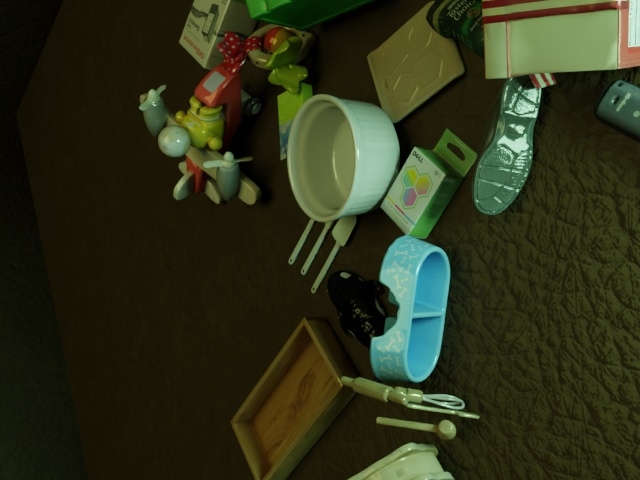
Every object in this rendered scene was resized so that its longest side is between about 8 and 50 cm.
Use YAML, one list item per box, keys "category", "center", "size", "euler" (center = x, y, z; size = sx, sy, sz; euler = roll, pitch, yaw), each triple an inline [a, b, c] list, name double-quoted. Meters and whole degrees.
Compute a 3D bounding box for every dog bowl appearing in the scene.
- category: "dog bowl"
  center: [0.183, 0.140, 1.394]
  size: [0.074, 0.166, 0.297]
  euler: [8, 92, 39]

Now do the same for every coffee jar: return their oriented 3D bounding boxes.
- category: "coffee jar"
  center: [0.292, -0.424, 1.377]
  size: [0.096, 0.079, 0.184]
  euler: [-49, 47, 4]

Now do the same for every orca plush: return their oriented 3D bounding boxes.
- category: "orca plush"
  center: [0.071, 0.181, 1.558]
  size: [0.151, 0.102, 0.287]
  euler: [-40, 57, 40]

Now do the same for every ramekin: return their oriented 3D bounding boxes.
- category: "ramekin"
  center: [0.052, -0.181, 1.566]
  size: [0.277, 0.135, 0.277]
  euler: [11, 104, 57]

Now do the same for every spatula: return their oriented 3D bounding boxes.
- category: "spatula"
  center: [0.000, 0.000, 1.728]
  size: [0.168, 0.019, 0.242]
  euler: [50, 122, 39]

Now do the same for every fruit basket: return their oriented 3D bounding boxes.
- category: "fruit basket"
  center: [-0.004, -0.705, 1.625]
  size: [0.392, 0.283, 0.391]
  euler: [1, 92, 48]

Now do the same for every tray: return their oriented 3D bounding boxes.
- category: "tray"
  center: [-0.067, 0.398, 1.720]
  size: [0.410, 0.076, 0.202]
  euler: [-56, 48, 29]

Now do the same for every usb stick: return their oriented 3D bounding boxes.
- category: "usb stick"
  center: [0.543, -0.167, 1.087]
  size: [0.278, 0.045, 0.077]
  euler: [46, 120, 43]

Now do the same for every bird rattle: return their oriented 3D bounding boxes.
- category: "bird rattle"
  center: [-0.127, -0.480, 1.805]
  size: [0.254, 0.207, 0.143]
  euler: [22, 146, 34]

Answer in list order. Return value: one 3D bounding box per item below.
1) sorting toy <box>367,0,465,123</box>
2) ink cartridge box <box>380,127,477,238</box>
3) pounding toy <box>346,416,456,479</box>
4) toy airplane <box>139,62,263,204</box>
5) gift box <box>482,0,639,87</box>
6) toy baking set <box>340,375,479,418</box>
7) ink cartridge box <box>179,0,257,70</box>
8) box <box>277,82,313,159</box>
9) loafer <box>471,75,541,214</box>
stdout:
- category: "sorting toy"
  center: [0.204, -0.379, 1.523]
  size: [0.208, 0.038, 0.192]
  euler: [-31, 63, 39]
- category: "ink cartridge box"
  center: [0.219, -0.119, 1.450]
  size: [0.109, 0.062, 0.209]
  euler: [52, 123, 40]
- category: "pounding toy"
  center: [0.153, 0.435, 1.377]
  size: [0.270, 0.154, 0.154]
  euler: [-33, 55, 4]
- category: "toy airplane"
  center: [-0.347, -0.266, 1.966]
  size: [0.386, 0.272, 0.384]
  euler: [-8, 97, 37]
- category: "gift box"
  center: [0.409, -0.373, 1.122]
  size: [0.258, 0.277, 0.254]
  euler: [11, 107, 46]
- category: "toy baking set"
  center: [0.168, 0.293, 1.359]
  size: [0.256, 0.197, 0.030]
  euler: [7, 85, 51]
- category: "ink cartridge box"
  center: [-0.285, -0.648, 2.063]
  size: [0.198, 0.115, 0.272]
  euler: [48, 121, 41]
- category: "box"
  center: [-0.062, -0.301, 1.816]
  size: [0.109, 0.043, 0.178]
  euler: [-16, 74, 48]
- category: "loafer"
  center: [0.341, -0.178, 1.312]
  size: [0.084, 0.096, 0.267]
  euler: [-106, 31, -82]
